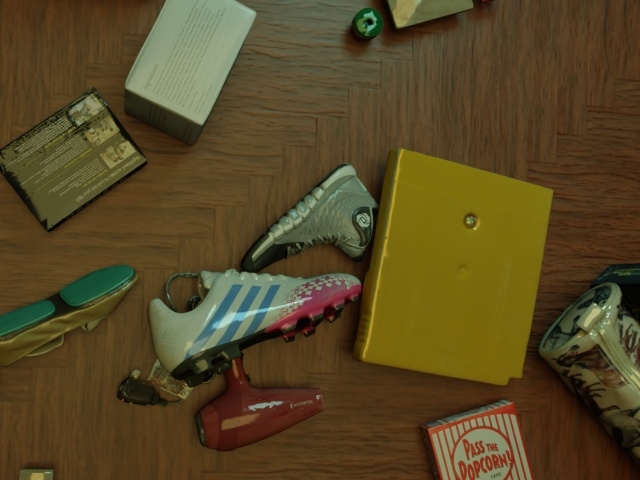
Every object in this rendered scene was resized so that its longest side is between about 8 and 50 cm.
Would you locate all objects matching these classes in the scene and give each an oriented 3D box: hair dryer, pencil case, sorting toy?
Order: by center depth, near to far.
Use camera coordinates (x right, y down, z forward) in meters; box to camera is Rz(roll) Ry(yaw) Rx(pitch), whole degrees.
[{"bbox_3d":[-0.127,0.194,1.359,0.294,0.080,0.223,28,81,-9],"label":"hair dryer"},{"bbox_3d":[0.506,0.256,1.431,0.160,0.183,0.410,-40,94,-10],"label":"pencil case"},{"bbox_3d":[0.164,-0.409,1.470,0.275,0.046,0.132,-18,90,-11],"label":"sorting toy"}]

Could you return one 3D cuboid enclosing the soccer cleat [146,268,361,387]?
[{"bbox_3d":[-0.091,0.085,1.332,0.331,0.116,0.143,-21,73,-32],"label":"soccer cleat"}]

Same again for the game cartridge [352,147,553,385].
[{"bbox_3d":[0.206,0.047,1.428,0.286,0.053,0.323,13,86,-22],"label":"game cartridge"}]

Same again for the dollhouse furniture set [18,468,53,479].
[{"bbox_3d":[-0.494,0.255,1.235,0.304,0.174,0.355,3,86,-12],"label":"dollhouse furniture set"}]

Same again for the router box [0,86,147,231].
[{"bbox_3d":[-0.361,-0.116,1.347,0.179,0.046,0.133,-36,94,-11],"label":"router box"}]

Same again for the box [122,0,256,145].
[{"bbox_3d":[-0.189,-0.249,1.321,0.119,0.181,0.181,26,82,-9],"label":"box"}]

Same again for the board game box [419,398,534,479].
[{"bbox_3d":[0.249,0.360,1.442,0.147,0.045,0.193,-15,90,-12],"label":"board game box"}]

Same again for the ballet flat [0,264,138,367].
[{"bbox_3d":[-0.363,0.107,1.324,0.232,0.080,0.073,-24,126,-20],"label":"ballet flat"}]

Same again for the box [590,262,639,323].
[{"bbox_3d":[0.548,0.137,1.445,0.059,0.183,0.232,-41,96,-10],"label":"box"}]

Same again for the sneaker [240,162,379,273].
[{"bbox_3d":[0.000,0.000,1.392,0.229,0.086,0.132,-43,94,-11],"label":"sneaker"}]
